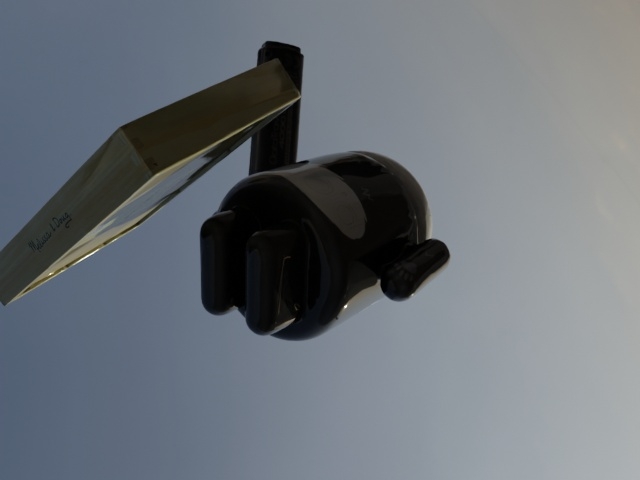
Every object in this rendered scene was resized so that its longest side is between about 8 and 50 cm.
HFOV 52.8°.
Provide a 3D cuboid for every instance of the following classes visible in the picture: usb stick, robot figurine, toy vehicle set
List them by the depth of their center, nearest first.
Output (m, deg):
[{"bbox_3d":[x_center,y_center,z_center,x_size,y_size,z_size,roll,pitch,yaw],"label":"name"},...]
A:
[{"bbox_3d":[-0.152,-0.041,0.521,0.035,0.266,0.166,56,-139,-6],"label":"toy vehicle set"},{"bbox_3d":[0.001,0.003,0.674,0.209,0.173,0.278,53,-141,12],"label":"robot figurine"},{"bbox_3d":[-0.068,-0.153,0.960,0.077,0.045,0.278,4,-90,-27],"label":"usb stick"}]
